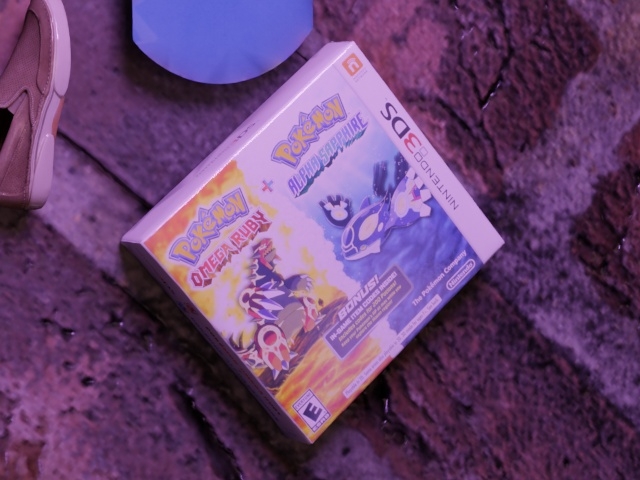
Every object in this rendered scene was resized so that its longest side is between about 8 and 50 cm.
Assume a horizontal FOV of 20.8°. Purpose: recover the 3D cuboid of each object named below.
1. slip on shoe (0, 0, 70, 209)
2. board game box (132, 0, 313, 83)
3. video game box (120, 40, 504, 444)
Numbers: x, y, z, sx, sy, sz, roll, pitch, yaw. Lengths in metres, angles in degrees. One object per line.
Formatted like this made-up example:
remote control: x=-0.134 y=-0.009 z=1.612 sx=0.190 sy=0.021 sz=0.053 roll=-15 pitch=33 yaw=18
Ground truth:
slip on shoe: x=-0.185 y=-0.087 z=1.077 sx=0.041 sy=0.051 sz=0.135 roll=5 pitch=99 yaw=-29
board game box: x=-0.070 y=-0.188 z=1.137 sx=0.133 sy=0.033 sz=0.168 roll=-6 pitch=101 yaw=-31
video game box: x=0.000 y=0.000 z=1.174 sx=0.205 sy=0.048 sz=0.187 roll=-45 pitch=108 yaw=-17
